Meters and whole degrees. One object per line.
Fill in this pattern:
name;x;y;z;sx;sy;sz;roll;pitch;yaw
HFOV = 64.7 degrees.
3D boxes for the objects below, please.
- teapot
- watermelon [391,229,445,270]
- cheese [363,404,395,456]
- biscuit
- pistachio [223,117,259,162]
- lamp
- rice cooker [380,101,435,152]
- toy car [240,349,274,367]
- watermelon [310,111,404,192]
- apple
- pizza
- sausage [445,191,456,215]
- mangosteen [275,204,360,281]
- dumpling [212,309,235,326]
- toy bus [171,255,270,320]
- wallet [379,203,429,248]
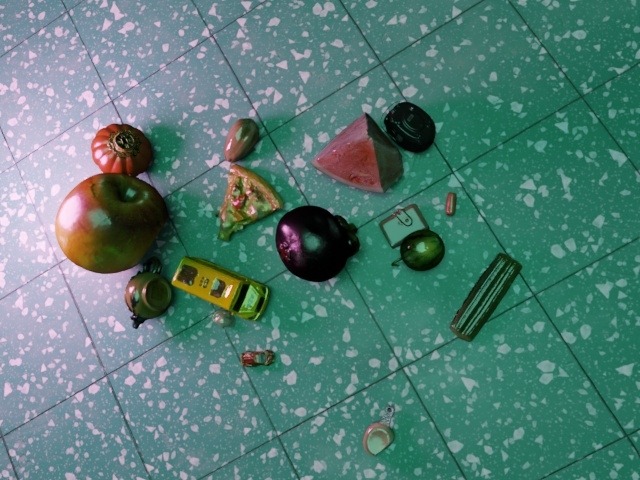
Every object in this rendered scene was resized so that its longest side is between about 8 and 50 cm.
teapot;-0.655;0.193;1.878;0.183;0.173;0.269;-12;68;34
watermelon;0.323;0.039;1.705;0.188;0.141;0.140;-21;78;18
cheese;0.209;0.640;1.686;0.092;0.047;0.171;40;90;13
biscuit;0.549;0.190;1.690;0.099;0.038;0.322;35;89;11
pistachio;-0.304;-0.379;1.911;0.126;0.108;0.185;33;94;46
lamp;-0.765;-0.344;1.950;0.224;0.197;0.222;8;73;-25
rice cooker;0.312;-0.403;1.780;0.203;0.118;0.142;38;83;5
toy car;-0.225;0.423;1.811;0.122;0.035;0.059;-7;77;12
watermelon;0.128;-0.278;1.741;0.283;0.293;0.250;45;114;11
apple;-0.751;-0.054;1.841;0.375;0.384;0.373;8;106;28
pizza;-0.292;-0.115;1.883;0.280;0.075;0.287;31;89;15
sausage;0.454;-0.127;1.756;0.034;0.034;0.083;6;84;12
mangosteen;0.000;0.000;1.739;0.303;0.275;0.274;-21;76;-29
dumpling;-0.350;0.285;1.847;0.076;0.052;0.057;17;90;12
toy bus;-0.355;0.170;1.815;0.331;0.152;0.144;21;85;14
wallet;0.293;-0.052;1.776;0.153;0.039;0.117;-30;79;7
